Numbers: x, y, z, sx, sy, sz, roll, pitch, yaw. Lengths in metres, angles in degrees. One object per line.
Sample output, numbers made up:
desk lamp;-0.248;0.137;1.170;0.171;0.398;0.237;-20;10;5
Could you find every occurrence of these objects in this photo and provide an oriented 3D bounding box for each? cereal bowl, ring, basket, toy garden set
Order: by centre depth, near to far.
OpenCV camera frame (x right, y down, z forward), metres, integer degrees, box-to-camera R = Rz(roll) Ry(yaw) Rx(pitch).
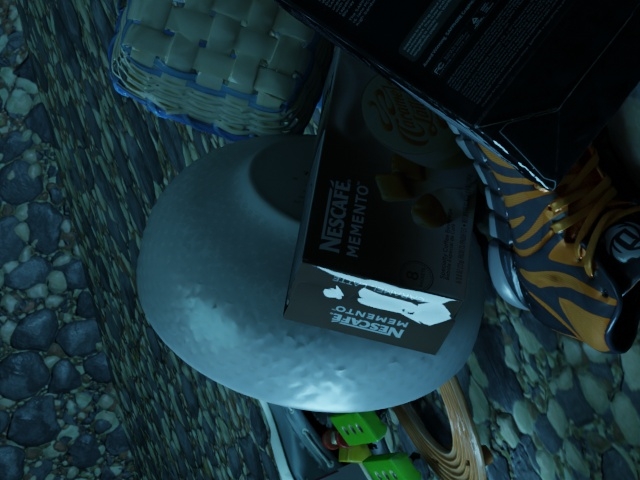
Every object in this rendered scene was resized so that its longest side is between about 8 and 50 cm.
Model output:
cereal bowl;0.000;0.000;1.367;0.339;0.339;0.141;52;141;42
basket;-0.095;-0.209;1.508;0.289;0.255;0.201;145;143;-81
ring;0.103;0.133;1.598;0.336;0.032;0.336;61;167;23
toy garden set;0.101;0.299;1.739;0.244;0.049;0.204;54;160;-1

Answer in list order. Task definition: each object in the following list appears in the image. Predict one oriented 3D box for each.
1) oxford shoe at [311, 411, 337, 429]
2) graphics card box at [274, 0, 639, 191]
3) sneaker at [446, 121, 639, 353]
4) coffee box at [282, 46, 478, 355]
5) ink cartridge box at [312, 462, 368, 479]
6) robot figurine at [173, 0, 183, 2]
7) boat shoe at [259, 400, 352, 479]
oxford shoe;-0.002;0.162;1.921;0.227;0.083;0.096;33;125;54
graphics card box;0.106;-0.212;1.002;0.094;0.233;0.371;36;-176;-36
sneaker;0.202;-0.050;1.101;0.180;0.124;0.321;35;152;52
coffee box;0.058;-0.043;1.235;0.098;0.141;0.246;111;172;-56
ink cartridge box;0.034;0.382;1.970;0.063;0.109;0.150;52;154;40
robot figurine;-0.187;-0.416;1.630;0.353;0.200;0.300;14;121;67
boat shoe;-0.031;0.212;2.052;0.099;0.116;0.319;-27;73;28
